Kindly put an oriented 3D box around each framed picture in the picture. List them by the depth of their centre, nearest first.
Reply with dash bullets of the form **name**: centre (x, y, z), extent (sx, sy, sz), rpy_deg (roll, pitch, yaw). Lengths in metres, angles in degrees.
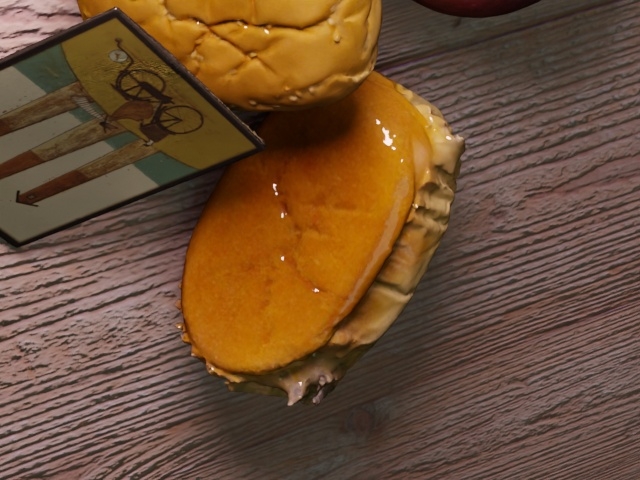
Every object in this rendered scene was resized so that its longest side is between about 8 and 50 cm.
- **framed picture**: centre (-0.252, -0.101, 1.540), extent (0.324, 0.013, 0.244), rpy_deg (-20, 141, 25)

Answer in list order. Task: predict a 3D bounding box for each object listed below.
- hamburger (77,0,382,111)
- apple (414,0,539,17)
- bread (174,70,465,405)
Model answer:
- **hamburger**: centre (-0.089, -0.254, 1.489), extent (0.318, 0.158, 0.319), rpy_deg (6, 134, 6)
- **apple**: centre (0.161, -0.373, 1.549), extent (0.305, 0.235, 0.306), rpy_deg (-18, 120, -36)
- **bread**: centre (-0.010, -0.005, 1.742), extent (0.183, 0.236, 0.389), rpy_deg (16, 105, -55)
